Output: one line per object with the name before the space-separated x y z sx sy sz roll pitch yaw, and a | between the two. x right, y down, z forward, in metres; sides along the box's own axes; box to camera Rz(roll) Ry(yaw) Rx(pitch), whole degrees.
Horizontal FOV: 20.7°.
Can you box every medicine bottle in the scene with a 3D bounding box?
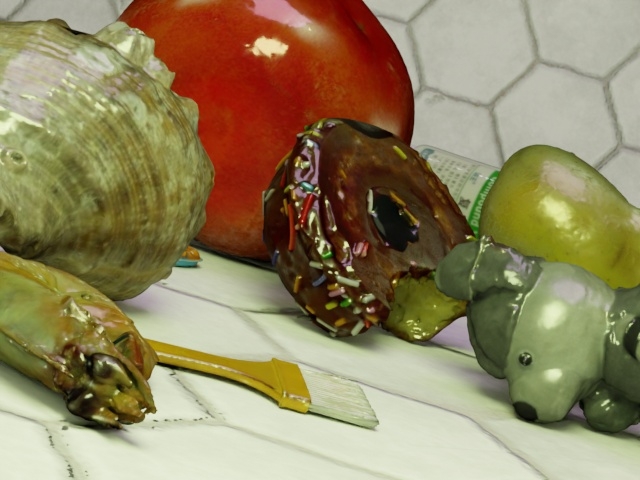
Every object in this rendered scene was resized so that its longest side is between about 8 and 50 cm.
medicine bottle | 0.205 -0.019 2.109 0.237 0.139 0.139 21 9 22

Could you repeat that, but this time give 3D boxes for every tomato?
tomato | -0.064 -0.138 1.765 0.325 0.290 0.293 49 24 -5

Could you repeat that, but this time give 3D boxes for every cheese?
cheese | -0.143 0.014 1.622 0.047 0.017 0.111 16 8 18

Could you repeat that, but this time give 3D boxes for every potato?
potato | 0.233 0.005 1.553 0.194 0.157 0.157 25 11 22

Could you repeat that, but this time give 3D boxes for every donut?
donut | 0.037 -0.002 1.562 0.230 0.096 0.216 -19 75 -52

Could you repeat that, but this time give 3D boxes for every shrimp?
shrimp | -0.161 0.063 1.127 0.145 0.061 0.267 21 3 -33

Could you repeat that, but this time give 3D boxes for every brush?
brush | -0.093 0.086 1.251 0.272 0.013 0.103 14 8 -8

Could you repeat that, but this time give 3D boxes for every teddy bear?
teddy bear | 0.220 0.096 1.435 0.251 0.144 0.171 3 -31 18

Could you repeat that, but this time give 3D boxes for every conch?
conch | -0.250 -0.076 1.318 0.297 0.210 0.352 -4 -17 21
